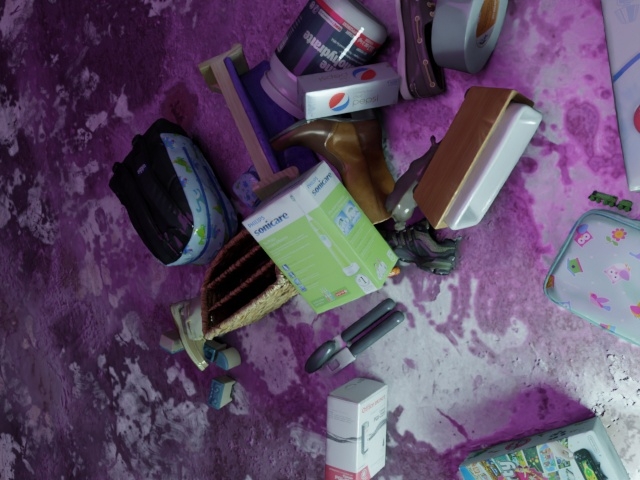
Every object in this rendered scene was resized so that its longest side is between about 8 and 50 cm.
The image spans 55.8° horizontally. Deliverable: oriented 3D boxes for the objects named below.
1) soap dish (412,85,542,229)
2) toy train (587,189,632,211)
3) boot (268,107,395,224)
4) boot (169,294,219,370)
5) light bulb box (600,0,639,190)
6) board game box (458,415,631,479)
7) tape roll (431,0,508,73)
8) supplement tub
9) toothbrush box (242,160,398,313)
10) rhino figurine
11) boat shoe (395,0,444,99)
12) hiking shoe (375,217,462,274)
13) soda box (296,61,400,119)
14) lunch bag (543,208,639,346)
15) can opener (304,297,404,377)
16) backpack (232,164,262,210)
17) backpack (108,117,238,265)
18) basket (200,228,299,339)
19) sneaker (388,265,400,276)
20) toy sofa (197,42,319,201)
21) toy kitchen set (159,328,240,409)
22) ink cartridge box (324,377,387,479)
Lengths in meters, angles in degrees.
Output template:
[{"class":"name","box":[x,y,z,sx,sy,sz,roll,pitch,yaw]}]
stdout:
[{"class":"soap dish","box":[0.314,-0.167,1.218,0.118,0.229,0.290,34,110,22]},{"class":"toy train","box":[0.575,-0.079,1.199,0.083,0.017,0.023,23,96,27]},{"class":"boot","box":[0.040,-0.153,1.386,0.096,0.264,0.280,-176,69,-71]},{"class":"boot","box":[-0.305,0.234,1.657,0.165,0.077,0.213,-24,62,-10]},{"class":"light bulb box","box":[0.679,-0.285,0.998,0.358,0.225,0.361,-9,89,30]},{"class":"board game box","box":[0.482,0.526,1.269,0.303,0.097,0.224,-30,80,30]},{"class":"tape roll","box":[0.301,-0.449,1.204,0.072,0.219,0.219,23,106,27]},{"class":"supplement tub","box":[0.005,-0.428,1.394,0.191,0.191,0.272,48,116,17]},{"class":"toothbrush box","box":[0.000,0.000,1.349,0.206,0.122,0.283,-29,107,40]},{"class":"rhino figurine","box":[0.220,-0.140,1.325,0.073,0.106,0.243,34,86,14]},{"class":"boat shoe","box":[0.221,-0.465,1.318,0.091,0.109,0.304,2,102,30]},{"class":"hiking shoe","box":[0.210,-0.004,1.394,0.227,0.086,0.114,23,90,22]},{"class":"soda box","box":[0.060,-0.329,1.321,0.069,0.216,0.074,91,162,-45]},{"class":"lunch bag","box":[0.595,0.070,1.149,0.279,0.108,0.224,28,103,23]},{"class":"can opener","box":[0.076,0.247,1.476,0.283,0.095,0.076,-42,75,27]},{"class":"backpack","box":[-0.164,-0.143,1.584,0.105,0.084,0.114,47,112,15]},{"class":"backpack","box":[-0.390,-0.097,1.644,0.290,0.273,0.355,-46,51,23]},{"class":"basket","box":[-0.181,0.079,1.537,0.299,0.223,0.213,-36,77,29]},{"class":"sneaker","box":[0.107,0.066,1.459,0.175,0.064,0.067,-1,91,29]},{"class":"toy sofa","box":[-0.143,-0.292,1.480,0.177,0.150,0.362,-24,81,0]},{"class":"toy kitchen set","box":[-0.352,0.365,1.721,0.207,0.122,0.166,21,105,27]},{"class":"ink cartridge box","box":[0.088,0.459,1.453,0.092,0.159,0.217,4,97,31]}]
